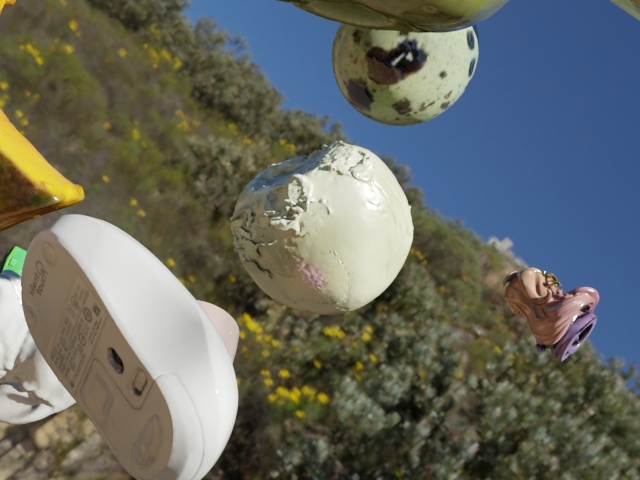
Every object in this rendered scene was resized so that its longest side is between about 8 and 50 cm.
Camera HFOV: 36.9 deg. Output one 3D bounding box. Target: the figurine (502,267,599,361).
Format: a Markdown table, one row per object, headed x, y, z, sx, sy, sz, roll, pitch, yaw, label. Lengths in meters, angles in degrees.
| x | y | z | sx | sy | sz | roll | pitch | yaw | label |
| --- | --- | --- | --- | --- | --- | --- | --- | --- | --- |
| 0.353 | 0.101 | 1.468 | 0.157 | 0.126 | 0.114 | 46 | 1 | 4 | figurine |

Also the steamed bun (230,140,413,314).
| x | y | z | sx | sy | sz | roll | pitch | yaw | label |
| --- | --- | --- | --- | --- | --- | --- | --- | --- | --- |
| 0.000 | 0.000 | 1.797 | 0.333 | 0.233 | 0.312 | -24 | -72 | 33 | steamed bun |

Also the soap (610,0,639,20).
| x | y | z | sx | sy | sz | roll | pitch | yaw | label |
| --- | --- | --- | --- | --- | --- | --- | --- | --- | --- |
| 0.580 | -0.555 | 1.887 | 0.160 | 0.087 | 0.265 | 58 | -1 | -41 | soap |

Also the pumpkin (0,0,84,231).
| x | y | z | sx | sy | sz | roll | pitch | yaw | label |
| --- | --- | --- | --- | --- | --- | --- | --- | --- | --- |
| -0.295 | -0.060 | 0.723 | 0.095 | 0.258 | 0.290 | 18 | 38 | -48 | pumpkin |

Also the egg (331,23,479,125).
| x | y | z | sx | sy | sz | roll | pitch | yaw | label |
| --- | --- | --- | --- | --- | --- | --- | --- | --- | --- |
| 0.178 | -0.383 | 1.945 | 0.287 | 0.379 | 0.288 | 10 | -68 | 27 | egg |

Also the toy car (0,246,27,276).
| x | y | z | sx | sy | sz | roll | pitch | yaw | label |
| --- | --- | --- | --- | --- | --- | --- | --- | --- | --- |
| -0.494 | 0.073 | 1.719 | 0.165 | 0.071 | 0.062 | 35 | -29 | -30 | toy car |

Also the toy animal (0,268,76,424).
| x | y | z | sx | sy | sz | roll | pitch | yaw | label |
| --- | --- | --- | --- | --- | --- | --- | --- | --- | --- |
| -0.521 | 0.178 | 1.530 | 0.357 | 0.258 | 0.194 | 23 | -12 | 9 | toy animal |

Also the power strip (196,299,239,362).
| x | y | z | sx | sy | sz | roll | pitch | yaw | label |
| --- | --- | --- | --- | --- | --- | --- | --- | --- | --- |
| -0.221 | 0.173 | 1.654 | 0.154 | 0.078 | 0.154 | 6 | -41 | 6 | power strip |

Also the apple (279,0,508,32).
| x | y | z | sx | sy | sz | roll | pitch | yaw | label |
| --- | --- | --- | --- | --- | --- | --- | --- | --- | --- |
| 0.064 | -0.360 | 0.882 | 0.357 | 0.357 | 0.357 | 49 | -14 | 16 | apple |

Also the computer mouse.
| x | y | z | sx | sy | sz | roll | pitch | yaw | label |
| --- | --- | --- | --- | --- | --- | --- | --- | --- | --- |
| -0.179 | 0.101 | 0.953 | 0.297 | 0.121 | 0.184 | 47 | -46 | 26 | computer mouse |

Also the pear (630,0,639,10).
| x | y | z | sx | sy | sz | roll | pitch | yaw | label |
| --- | --- | --- | --- | --- | --- | --- | --- | --- | --- |
| 0.437 | -0.333 | 1.089 | 0.198 | 0.198 | 0.198 | 49 | -14 | 16 | pear |
